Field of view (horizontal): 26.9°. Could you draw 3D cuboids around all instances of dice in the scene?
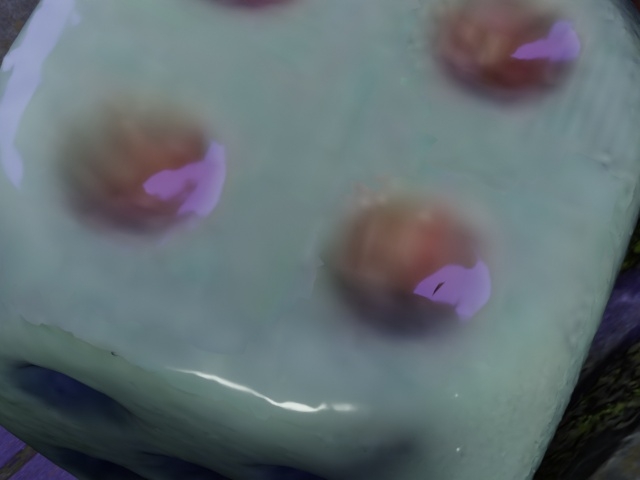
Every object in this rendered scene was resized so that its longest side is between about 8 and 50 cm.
[{"bbox_3d":[0.000,0.000,0.637,0.265,0.262,0.268,95,-163,-63],"label":"dice"}]

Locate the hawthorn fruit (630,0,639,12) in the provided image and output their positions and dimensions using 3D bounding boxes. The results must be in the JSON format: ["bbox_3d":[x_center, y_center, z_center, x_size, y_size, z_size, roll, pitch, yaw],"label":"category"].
[{"bbox_3d":[0.237,-0.087,0.729,0.199,0.199,0.251,-47,-2,-34],"label":"hawthorn fruit"}]
